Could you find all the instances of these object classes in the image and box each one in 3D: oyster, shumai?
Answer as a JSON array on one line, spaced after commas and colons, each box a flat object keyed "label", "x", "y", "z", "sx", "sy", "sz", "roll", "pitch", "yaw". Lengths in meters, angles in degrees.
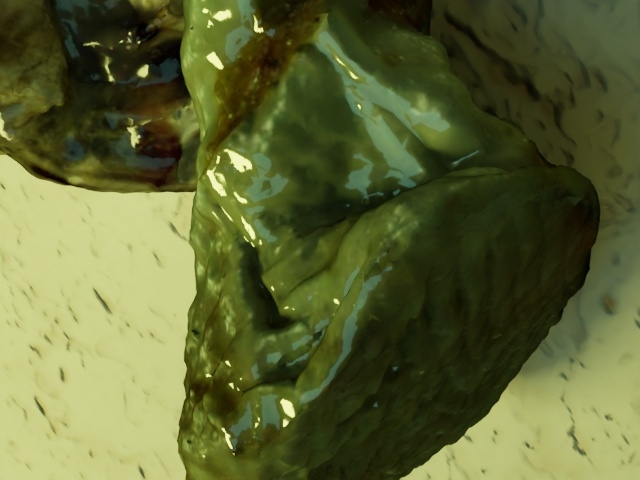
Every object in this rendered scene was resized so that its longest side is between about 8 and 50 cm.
[{"label": "oyster", "x": -0.122, "y": -0.100, "z": 0.952, "sx": 0.294, "sy": 0.094, "sz": 0.166, "roll": 20, "pitch": 119, "yaw": 12}, {"label": "shumai", "x": 0.000, "y": 0.000, "z": 0.885, "sx": 0.203, "sy": 0.222, "sz": 0.272, "roll": 47, "pitch": 122, "yaw": 25}]
